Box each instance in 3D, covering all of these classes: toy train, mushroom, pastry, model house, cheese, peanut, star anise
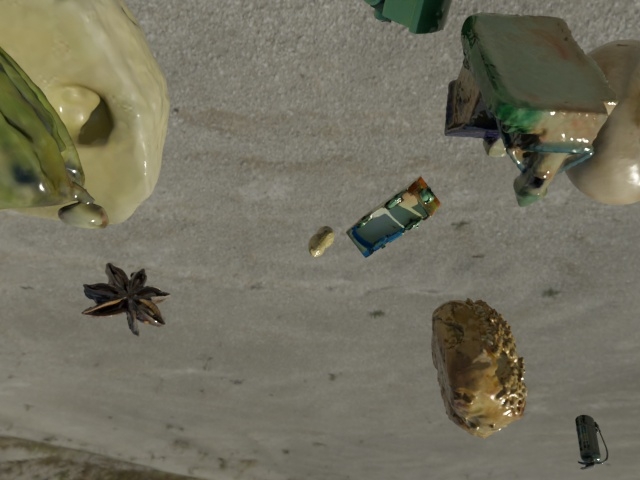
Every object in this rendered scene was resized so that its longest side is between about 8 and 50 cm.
[{"bbox_3d":[0.194,-0.585,1.101,0.202,0.120,0.301,39,137,29],"label":"toy train"},{"bbox_3d":[0.686,-0.258,1.172,0.294,0.362,0.362,2,155,40],"label":"mushroom"},{"bbox_3d":[0.312,0.246,1.054,0.161,0.255,0.311,-12,153,3],"label":"pastry"},{"bbox_3d":[0.389,-0.248,1.082,0.245,0.312,0.280,0,144,-7],"label":"model house"},{"bbox_3d":[0.138,-0.044,0.984,0.188,0.099,0.072,-35,90,36],"label":"toy train"},{"bbox_3d":[-0.316,-0.142,0.563,0.318,0.115,0.326,-23,130,17],"label":"cheese"},{"bbox_3d":[0.000,0.000,0.958,0.037,0.083,0.037,16,128,22],"label":"peanut"},{"bbox_3d":[-0.473,0.138,1.317,0.212,0.197,0.073,25,130,-17],"label":"star anise"}]

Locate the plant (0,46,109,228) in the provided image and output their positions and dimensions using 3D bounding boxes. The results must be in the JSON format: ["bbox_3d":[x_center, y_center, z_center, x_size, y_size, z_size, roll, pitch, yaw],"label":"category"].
[{"bbox_3d":[-0.259,-0.160,0.329,0.251,0.334,0.180,7,-161,-5],"label":"plant"}]

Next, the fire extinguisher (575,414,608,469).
[{"bbox_3d":[0.359,0.271,0.710,0.038,0.083,0.025,-6,115,23],"label":"fire extinguisher"}]
